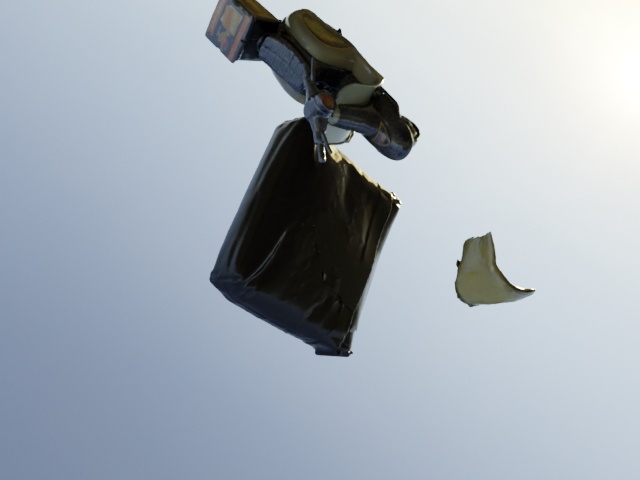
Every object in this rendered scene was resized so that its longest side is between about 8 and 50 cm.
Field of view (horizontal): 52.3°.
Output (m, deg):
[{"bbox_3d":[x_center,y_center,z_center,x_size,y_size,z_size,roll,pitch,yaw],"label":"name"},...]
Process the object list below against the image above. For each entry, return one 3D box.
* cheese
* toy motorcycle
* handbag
[{"bbox_3d":[0.154,0.032,0.611,0.041,0.060,0.084,-47,-66,-33],"label":"cheese"},{"bbox_3d":[0.000,-0.181,0.747,0.157,0.091,0.263,-13,-127,-47],"label":"toy motorcycle"},{"bbox_3d":[0.000,0.000,0.811,0.223,0.080,0.247,35,-112,-34],"label":"handbag"}]
